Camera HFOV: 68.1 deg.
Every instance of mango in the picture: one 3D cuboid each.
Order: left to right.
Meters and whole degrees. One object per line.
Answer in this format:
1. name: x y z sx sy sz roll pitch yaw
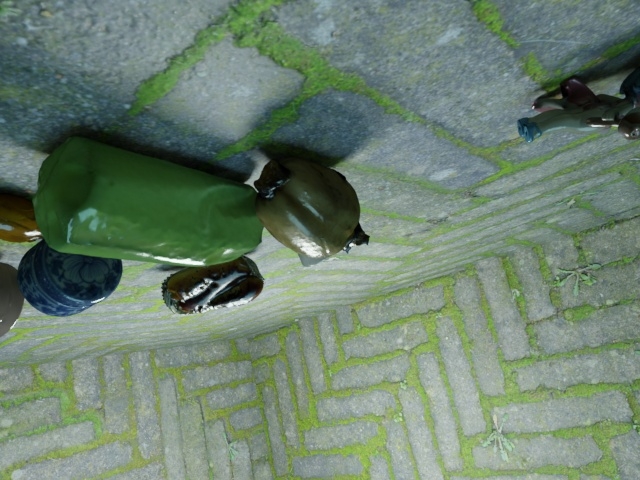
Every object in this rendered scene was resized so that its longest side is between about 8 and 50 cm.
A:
1. mango: -0.450 -0.031 0.685 0.077 0.063 0.127 -7 166 9

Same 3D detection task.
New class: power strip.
1. power strip: -0.632 0.110 0.875 0.153 0.154 0.078 -16 163 12

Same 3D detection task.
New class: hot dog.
1. hot dog: -0.285 0.123 1.263 0.270 0.082 0.163 -17 123 1

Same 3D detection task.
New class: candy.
1. candy: -0.225 -0.042 0.692 0.131 0.142 0.343 -36 157 26

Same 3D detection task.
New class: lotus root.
1. lotus root: -0.018 -0.057 0.796 0.140 0.155 0.256 22 171 38

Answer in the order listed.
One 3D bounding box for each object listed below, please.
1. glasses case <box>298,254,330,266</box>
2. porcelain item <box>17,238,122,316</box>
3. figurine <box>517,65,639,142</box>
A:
1. glasses case: 0.002 -0.001 1.140 0.128 0.083 0.308 -11 166 -3
2. porcelain item: -0.440 0.053 0.841 0.114 0.147 0.147 -24 162 32
3. figurine: 0.433 -0.201 0.698 0.259 0.103 0.205 -12 -169 11
